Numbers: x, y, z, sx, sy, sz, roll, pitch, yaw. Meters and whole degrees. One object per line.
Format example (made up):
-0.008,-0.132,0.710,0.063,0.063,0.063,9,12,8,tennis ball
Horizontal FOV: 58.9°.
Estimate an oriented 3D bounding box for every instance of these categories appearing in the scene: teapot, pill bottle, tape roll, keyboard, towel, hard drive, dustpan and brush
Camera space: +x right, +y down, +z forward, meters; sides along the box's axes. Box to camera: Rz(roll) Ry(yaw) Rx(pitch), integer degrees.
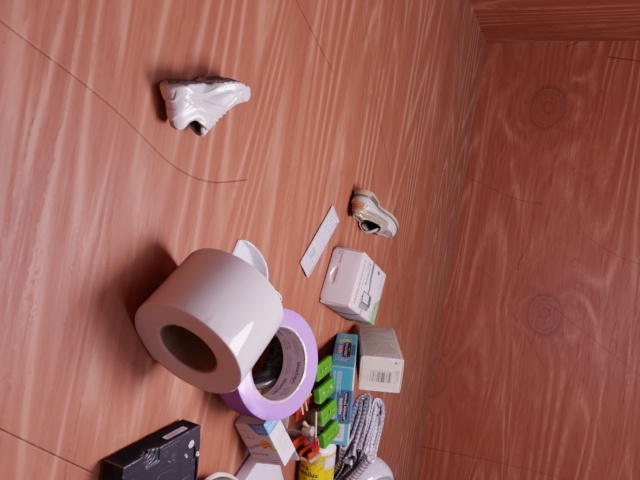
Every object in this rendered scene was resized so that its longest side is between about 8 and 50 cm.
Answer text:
0.146,0.920,2.203,0.253,0.187,0.256,18,108,-44,teapot
-0.010,0.720,1.879,0.118,0.118,0.208,-8,105,-63,pill bottle
-0.218,0.160,1.132,0.169,0.246,0.246,-54,143,-42,tape roll
-0.132,0.307,1.430,0.275,0.090,0.274,7,81,-46,tape roll
0.000,0.000,1.794,0.256,0.014,0.072,-61,148,-36,keyboard
0.114,0.708,2.008,0.235,0.121,0.283,-62,-179,36,towel
-0.176,0.745,1.634,0.210,0.040,0.318,-50,140,-47,hard drive
-0.162,0.107,1.441,0.211,0.060,0.147,54,50,-55,dustpan and brush
-0.356,0.577,1.187,0.237,0.064,0.338,-10,106,-63,hard drive

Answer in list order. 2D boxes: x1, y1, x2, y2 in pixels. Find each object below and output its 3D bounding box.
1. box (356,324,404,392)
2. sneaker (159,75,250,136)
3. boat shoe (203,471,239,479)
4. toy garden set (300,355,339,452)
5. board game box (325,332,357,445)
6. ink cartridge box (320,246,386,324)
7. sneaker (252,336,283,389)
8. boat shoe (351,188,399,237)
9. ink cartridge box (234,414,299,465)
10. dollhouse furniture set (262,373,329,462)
0.201,0.410,2.006,0.311,0.148,0.121,-78,173,-79,box
-0.234,-0.275,1.165,0.232,0.090,0.115,-24,126,-50,sneaker
-0.215,0.709,1.431,0.117,0.097,0.324,-29,127,-19,boat shoe
-0.018,0.479,1.630,0.204,0.049,0.244,-18,104,-64,toy garden set
0.073,0.480,1.888,0.336,0.079,0.253,-56,151,-80,board game box
0.119,0.163,1.971,0.273,0.115,0.198,42,60,-60,ink cartridge box
-0.128,0.328,1.565,0.228,0.087,0.130,-21,91,-40,sneaker
0.190,-0.073,2.064,0.302,0.113,0.103,40,63,-49,boat shoe
-0.141,0.538,1.515,0.061,0.104,0.181,-48,122,-50,ink cartridge box
-0.056,0.511,1.696,0.262,0.135,0.258,-3,100,-64,dollhouse furniture set
